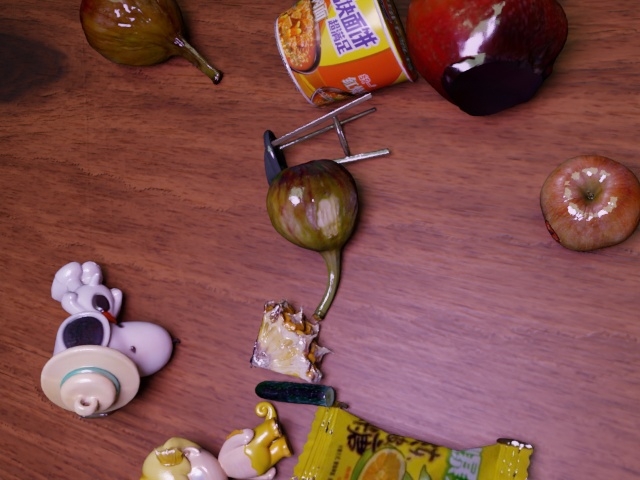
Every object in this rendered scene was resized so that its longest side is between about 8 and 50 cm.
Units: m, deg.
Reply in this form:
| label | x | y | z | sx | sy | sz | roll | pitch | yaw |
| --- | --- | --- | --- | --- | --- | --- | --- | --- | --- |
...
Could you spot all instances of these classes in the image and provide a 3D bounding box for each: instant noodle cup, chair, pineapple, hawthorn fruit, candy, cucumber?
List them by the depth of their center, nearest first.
| label | x | y | z | sx | sy | sz | roll | pitch | yaw |
| --- | --- | --- | --- | --- | --- | --- | --- | --- | --- |
| candy | 0.101 | 0.311 | 0.674 | 0.298 | 0.081 | 0.187 | 4 | 51 | 29 |
| cucumber | -0.044 | 0.224 | 0.781 | 0.133 | 0.032 | 0.032 | -2 | 71 | 29 |
| hawthorn fruit | 0.228 | -0.306 | 0.782 | 0.215 | 0.215 | 0.249 | -39 | 56 | 3 |
| pineapple | -0.053 | 0.161 | 0.792 | 0.116 | 0.069 | 0.137 | -36 | 69 | 11 |
| instant noodle cup | 0.039 | -0.323 | 0.859 | 0.174 | 0.213 | 0.213 | -19 | 67 | 22 |
| chair | -0.007 | -0.167 | 0.871 | 0.222 | 0.095 | 0.104 | -21 | 55 | 12 |

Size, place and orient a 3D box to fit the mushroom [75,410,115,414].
| label | x | y | z | sx | sy | sz | roll | pitch | yaw |
| --- | --- | --- | --- | --- | --- | --- | --- | --- | --- |
| mushroom | -0.378 | 0.238 | 0.887 | 0.123 | 0.052 | 0.123 | -4 | 76 | 15 |

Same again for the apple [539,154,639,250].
| label | x | y | z | sx | sy | sz | roll | pitch | yaw |
| --- | --- | --- | --- | --- | --- | --- | --- | --- | --- |
| apple | 0.359 | -0.050 | 0.704 | 0.126 | 0.102 | 0.125 | -6 | 74 | 22 |

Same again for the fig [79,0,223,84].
| label | x | y | z | sx | sy | sz | roll | pitch | yaw |
| --- | --- | --- | --- | --- | --- | --- | --- | --- | --- |
| fig | -0.320 | -0.413 | 1.056 | 0.290 | 0.191 | 0.190 | 22 | 78 | -13 |

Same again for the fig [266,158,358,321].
| label | x | y | z | sx | sy | sz | roll | pitch | yaw |
| --- | --- | --- | --- | --- | --- | --- | --- | --- | --- |
| fig | 0.000 | 0.000 | 0.812 | 0.149 | 0.149 | 0.245 | -11 | 94 | 15 |

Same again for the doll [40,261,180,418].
| label | x | y | z | sx | sy | sz | roll | pitch | yaw |
| --- | --- | --- | --- | --- | --- | --- | --- | --- | --- |
| doll | -0.372 | 0.151 | 0.843 | 0.271 | 0.208 | 0.143 | 34 | 116 | 21 |

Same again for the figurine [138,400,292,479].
| label | x | y | z | sx | sy | sz | roll | pitch | yaw |
| --- | --- | --- | --- | --- | --- | --- | --- | --- | --- |
| figurine | -0.163 | 0.331 | 0.752 | 0.247 | 0.131 | 0.156 | -24 | 106 | -6 |
